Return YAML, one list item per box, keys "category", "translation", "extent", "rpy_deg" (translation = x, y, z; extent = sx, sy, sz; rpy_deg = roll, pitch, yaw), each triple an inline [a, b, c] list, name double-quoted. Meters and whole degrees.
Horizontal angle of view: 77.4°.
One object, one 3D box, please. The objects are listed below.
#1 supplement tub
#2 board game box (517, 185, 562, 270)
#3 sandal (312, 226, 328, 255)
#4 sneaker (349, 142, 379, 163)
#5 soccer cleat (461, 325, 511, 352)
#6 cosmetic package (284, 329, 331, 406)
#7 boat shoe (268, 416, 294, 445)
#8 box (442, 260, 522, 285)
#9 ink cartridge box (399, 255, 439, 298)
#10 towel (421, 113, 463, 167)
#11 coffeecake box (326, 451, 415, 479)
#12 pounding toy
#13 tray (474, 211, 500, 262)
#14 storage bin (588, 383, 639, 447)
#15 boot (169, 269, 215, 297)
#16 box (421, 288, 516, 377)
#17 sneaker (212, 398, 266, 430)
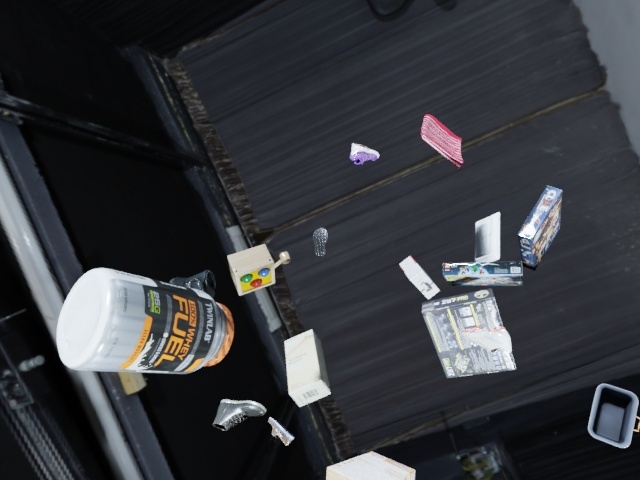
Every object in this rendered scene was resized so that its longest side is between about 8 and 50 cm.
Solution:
- category: "supplement tub"
  translation: [-0.352, 0.183, 0.852]
  extent: [0.316, 0.194, 0.193]
  rpy_deg: [26, -142, -51]
- category: "board game box"
  translation: [0.638, -0.027, 1.157]
  extent: [0.042, 0.164, 0.243]
  rpy_deg: [29, 173, 36]
- category: "sandal"
  translation: [0.000, 0.000, 1.830]
  extent: [0.179, 0.067, 0.040]
  rpy_deg: [93, -172, -46]
- category: "sneaker"
  translation: [0.152, -0.309, 1.452]
  extent: [0.068, 0.071, 0.170]
  rpy_deg: [34, -159, 29]
- category: "soccer cleat"
  translation: [0.512, 0.312, 1.248]
  extent: [0.196, 0.068, 0.076]
  rpy_deg: [147, 109, -70]
- category: "cosmetic package"
  translation: [-0.065, 0.574, 1.824]
  extent: [0.113, 0.161, 0.309]
  rpy_deg: [61, -174, -32]
- category: "boat shoe"
  translation: [-0.222, 1.003, 2.100]
  extent: [0.183, 0.066, 0.066]
  rpy_deg: [22, 158, 42]
- category: "box"
  translation: [0.536, 0.112, 1.317]
  extent: [0.159, 0.234, 0.044]
  rpy_deg: [36, -125, -59]
- category: "ink cartridge box"
  translation: [0.354, 0.132, 1.428]
  extent: [0.135, 0.056, 0.099]
  rpy_deg: [43, -168, -32]
- category: "towel"
  translation: [0.486, -0.405, 1.589]
  extent: [0.199, 0.031, 0.274]
  rpy_deg: [35, -144, -7]
- category: "coffeecake box"
  translation: [0.127, 0.606, 1.003]
  extent: [0.186, 0.143, 0.068]
  rpy_deg: [13, -100, -45]
- category: "pounding toy"
  translation: [-0.186, 0.104, 1.327]
  extent: [0.181, 0.206, 0.094]
  rpy_deg: [96, 150, -52]
- category: "tray"
  translation: [0.797, -0.009, 1.932]
  extent: [0.030, 0.145, 0.270]
  rpy_deg: [29, -123, -22]
- category: "storage bin"
  translation: [0.739, 0.443, 1.003]
  extent: [0.091, 0.098, 0.135]
  rpy_deg: [40, -112, -51]
- category: "boot"
  translation: [-0.511, 0.237, 1.528]
  extent: [0.094, 0.208, 0.246]
  rpy_deg: [43, -135, -45]
- category: "box"
  translation: [0.680, 0.437, 1.837]
  extent: [0.394, 0.319, 0.097]
  rpy_deg: [66, -158, -16]
- category: "sneaker"
  translation: [-0.349, 0.767, 1.733]
  extent: [0.118, 0.222, 0.083]
  rpy_deg: [-72, -28, -50]
